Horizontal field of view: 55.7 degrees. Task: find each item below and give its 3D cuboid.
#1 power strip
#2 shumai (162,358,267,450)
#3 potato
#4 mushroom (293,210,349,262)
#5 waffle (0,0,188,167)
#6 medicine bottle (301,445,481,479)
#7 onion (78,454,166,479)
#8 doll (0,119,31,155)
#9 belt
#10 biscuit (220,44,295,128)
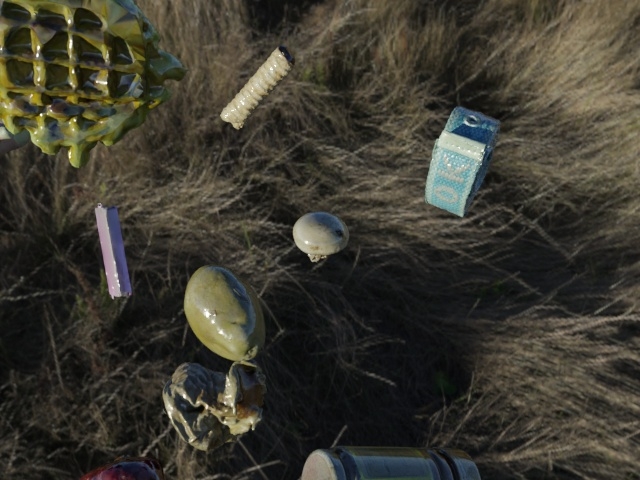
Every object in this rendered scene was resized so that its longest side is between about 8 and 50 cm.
[{"bbox_3d":[-0.591,0.030,1.725,0.037,0.279,0.109,-12,8,-35],"label":"power strip"},{"bbox_3d":[-0.264,0.434,1.749,0.262,0.314,0.267,-30,78,8],"label":"shumai"},{"bbox_3d":[-0.210,0.161,1.338,0.160,0.178,0.235,-37,68,-12],"label":"potato"},{"bbox_3d":[0.000,0.000,0.913,0.085,0.079,0.085,4,34,-2],"label":"mushroom"},{"bbox_3d":[-0.282,-0.196,0.662,0.204,0.223,0.054,-35,37,6],"label":"waffle"},{"bbox_3d":[0.134,0.469,1.146,0.322,0.151,0.151,11,36,-26],"label":"medicine bottle"},{"bbox_3d":[-0.357,0.422,1.014,0.206,0.098,0.151,-42,41,17],"label":"onion"},{"bbox_3d":[-0.741,-0.206,1.327,0.275,0.113,0.154,-52,28,-21],"label":"doll"},{"bbox_3d":[0.197,-0.113,0.858,0.082,0.163,0.148,22,47,13],"label":"belt"},{"bbox_3d":[-0.134,-0.328,1.315,0.219,0.061,0.055,-40,34,26],"label":"biscuit"}]
